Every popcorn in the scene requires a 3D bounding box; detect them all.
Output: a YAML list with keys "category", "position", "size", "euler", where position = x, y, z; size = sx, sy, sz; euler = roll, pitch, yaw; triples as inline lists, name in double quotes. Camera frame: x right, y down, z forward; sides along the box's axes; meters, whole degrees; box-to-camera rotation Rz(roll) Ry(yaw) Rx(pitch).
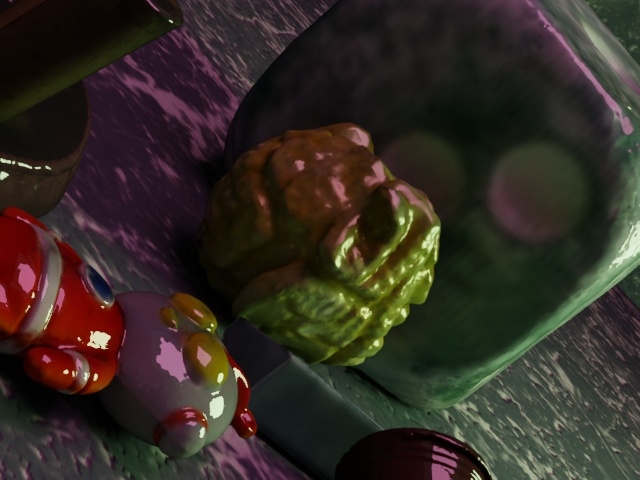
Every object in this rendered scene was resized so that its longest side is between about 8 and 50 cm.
- category: "popcorn"
  position: [0.001, -0.001, 1.046]
  size: [0.185, 0.167, 0.187]
  euler: [51, 11, 22]

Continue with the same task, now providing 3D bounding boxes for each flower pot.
- category: "flower pot"
  position: [0.061, 0.193, 0.906]
  size: [0.111, 0.111, 0.089]
  euler: [42, 32, -27]

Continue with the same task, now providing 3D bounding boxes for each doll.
- category: "doll"
  position: [-0.119, 0.053, 0.759]
  size: [0.245, 0.076, 0.142]
  euler: [34, 22, -33]

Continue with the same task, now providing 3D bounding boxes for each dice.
- category: "dice"
  position: [0.132, -0.062, 1.260]
  size: [0.328, 0.348, 0.330]
  euler: [52, 21, 10]

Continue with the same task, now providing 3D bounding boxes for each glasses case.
- category: "glasses case"
  position: [0.033, 0.162, 0.993]
  size: [0.266, 0.056, 0.105]
  euler: [42, -7, -27]

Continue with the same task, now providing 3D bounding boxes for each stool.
- category: "stool"
  position: [-0.208, -0.160, 0.813]
  size: [0.272, 0.178, 0.272]
  euler: [43, 17, -17]
